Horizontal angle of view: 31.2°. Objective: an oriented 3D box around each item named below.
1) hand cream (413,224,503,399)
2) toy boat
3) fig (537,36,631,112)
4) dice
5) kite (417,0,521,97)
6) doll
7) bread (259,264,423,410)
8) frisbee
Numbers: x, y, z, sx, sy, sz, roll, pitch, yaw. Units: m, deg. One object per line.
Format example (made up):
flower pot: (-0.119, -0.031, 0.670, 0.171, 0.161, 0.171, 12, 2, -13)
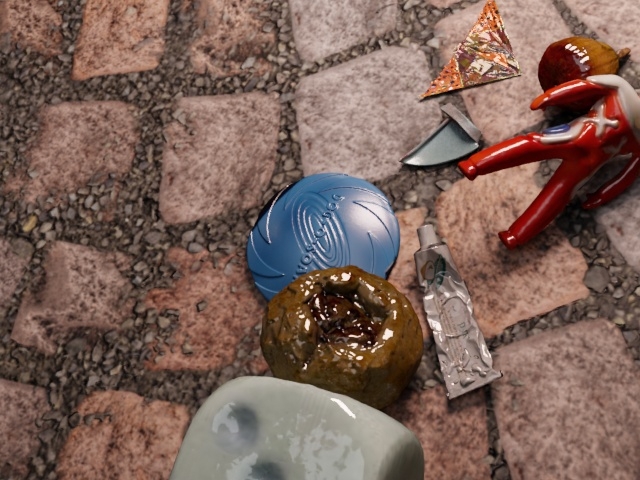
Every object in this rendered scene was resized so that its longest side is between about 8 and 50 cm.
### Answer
hand cream: (0.182, 0.095, 1.634, 0.084, 0.050, 0.256, -21, 68, 9)
toy boat: (0.182, -0.145, 1.761, 0.122, 0.034, 0.096, -44, 61, 4)
fig: (0.392, -0.249, 1.718, 0.119, 0.153, 0.119, 8, 104, 34)
dice: (-0.030, 0.338, 1.460, 0.263, 0.264, 0.268, 13, 71, 22)
kite: (0.263, -0.286, 1.810, 0.125, 0.008, 0.222, 29, 77, 26)
doll: (0.392, -0.147, 1.629, 0.384, 0.188, 0.099, -29, 19, 3)
bread: (0.034, 0.131, 1.578, 0.230, 0.123, 0.230, 8, 50, -10)
frisbee: (0.000, 0.000, 1.736, 0.242, 0.045, 0.242, -6, 63, 13)
